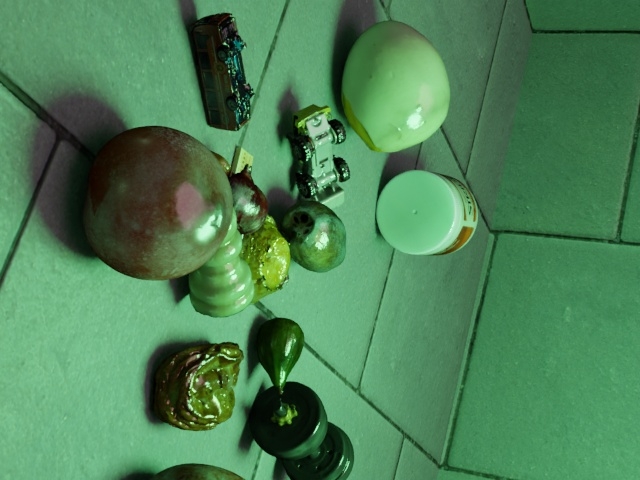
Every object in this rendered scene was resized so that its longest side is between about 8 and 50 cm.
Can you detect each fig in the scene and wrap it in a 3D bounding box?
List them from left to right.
[{"bbox_3d":[-0.099,0.267,2.191,0.117,0.117,0.177,44,52,-59],"label":"fig"}]

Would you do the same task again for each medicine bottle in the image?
[{"bbox_3d":[0.324,-0.080,2.850,0.241,0.252,0.252,0,95,-65],"label":"medicine bottle"}]

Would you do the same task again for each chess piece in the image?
[{"bbox_3d":[-0.202,0.023,1.849,0.133,0.133,0.243,-59,156,-43],"label":"chess piece"}]

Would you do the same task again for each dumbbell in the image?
[{"bbox_3d":[-0.041,0.479,2.283,0.388,0.185,0.185,62,41,-50],"label":"dumbbell"}]

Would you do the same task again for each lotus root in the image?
[{"bbox_3d":[0.000,0.000,2.281,0.322,0.140,0.158,47,19,-72],"label":"lotus root"}]

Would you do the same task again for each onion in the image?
[{"bbox_3d":[-0.154,-0.072,1.940,0.151,0.098,0.206,-59,173,2],"label":"onion"}]

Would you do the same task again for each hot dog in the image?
[{"bbox_3d":[-0.226,0.289,1.927,0.259,0.114,0.175,-5,101,-64],"label":"hot dog"}]

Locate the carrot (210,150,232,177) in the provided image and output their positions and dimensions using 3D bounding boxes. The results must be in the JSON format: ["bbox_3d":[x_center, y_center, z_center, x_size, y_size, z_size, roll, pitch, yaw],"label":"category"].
[{"bbox_3d":[-0.252,-0.080,1.864,0.205,0.072,0.072,-61,147,-26],"label":"carrot"}]

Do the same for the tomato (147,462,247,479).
[{"bbox_3d":[-0.235,0.582,1.799,0.317,0.282,0.316,-6,90,-71],"label":"tomato"}]

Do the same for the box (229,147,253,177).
[{"bbox_3d":[-0.173,-0.149,2.059,0.058,0.015,0.093,34,64,-60],"label":"box"}]

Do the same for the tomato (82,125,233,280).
[{"bbox_3d":[-0.269,-0.061,1.631,0.270,0.227,0.270,-31,125,-58],"label":"tomato"}]

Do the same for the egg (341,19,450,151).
[{"bbox_3d":[0.193,-0.404,2.472,0.283,0.283,0.345,-4,85,-65],"label":"egg"}]

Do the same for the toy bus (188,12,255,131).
[{"bbox_3d":[-0.195,-0.333,1.880,0.073,0.096,0.235,-50,139,-48],"label":"toy bus"}]

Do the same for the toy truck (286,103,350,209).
[{"bbox_3d":[-0.009,-0.193,2.284,0.136,0.111,0.286,-28,136,-24],"label":"toy truck"}]

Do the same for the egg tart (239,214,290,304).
[{"bbox_3d":[-0.130,0.045,2.116,0.212,0.090,0.212,-18,111,-59],"label":"egg tart"}]
